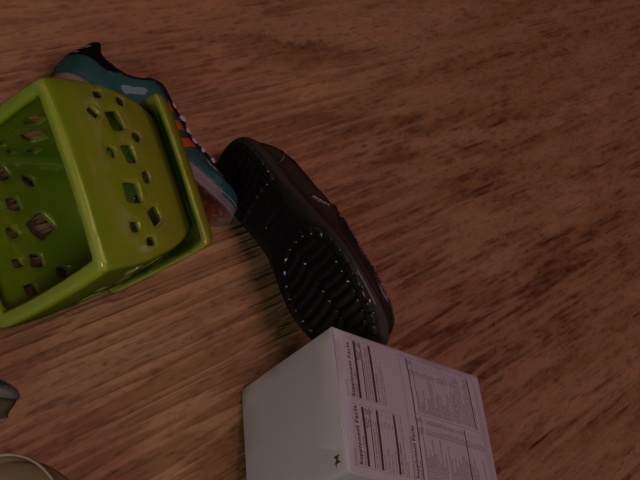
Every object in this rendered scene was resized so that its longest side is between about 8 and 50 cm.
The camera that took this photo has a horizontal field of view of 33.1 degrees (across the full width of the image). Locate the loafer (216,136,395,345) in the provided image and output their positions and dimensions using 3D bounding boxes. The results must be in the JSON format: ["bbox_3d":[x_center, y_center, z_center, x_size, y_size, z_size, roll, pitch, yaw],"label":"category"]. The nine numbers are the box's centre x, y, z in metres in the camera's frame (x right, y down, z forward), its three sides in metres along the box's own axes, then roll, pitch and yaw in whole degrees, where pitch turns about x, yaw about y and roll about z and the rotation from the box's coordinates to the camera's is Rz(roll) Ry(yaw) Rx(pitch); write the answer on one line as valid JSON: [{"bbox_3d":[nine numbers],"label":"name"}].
[{"bbox_3d":[0.000,0.000,1.490,0.130,0.134,0.366,-8,60,-52],"label":"loafer"}]

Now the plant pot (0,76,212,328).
[{"bbox_3d":[-0.269,-0.046,1.256,0.207,0.227,0.228,-10,78,-50],"label":"plant pot"}]

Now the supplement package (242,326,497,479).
[{"bbox_3d":[0.063,0.270,1.404,0.262,0.199,0.198,22,47,-34],"label":"supplement package"}]

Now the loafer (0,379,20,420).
[{"bbox_3d":[-0.435,0.187,1.103,0.251,0.094,0.087,-4,99,-34],"label":"loafer"}]

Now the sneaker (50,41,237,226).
[{"bbox_3d":[-0.216,-0.144,1.421,0.302,0.108,0.121,40,54,-20],"label":"sneaker"}]

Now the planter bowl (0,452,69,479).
[{"bbox_3d":[-0.303,0.311,1.123,0.109,0.162,0.162,38,44,-60],"label":"planter bowl"}]
